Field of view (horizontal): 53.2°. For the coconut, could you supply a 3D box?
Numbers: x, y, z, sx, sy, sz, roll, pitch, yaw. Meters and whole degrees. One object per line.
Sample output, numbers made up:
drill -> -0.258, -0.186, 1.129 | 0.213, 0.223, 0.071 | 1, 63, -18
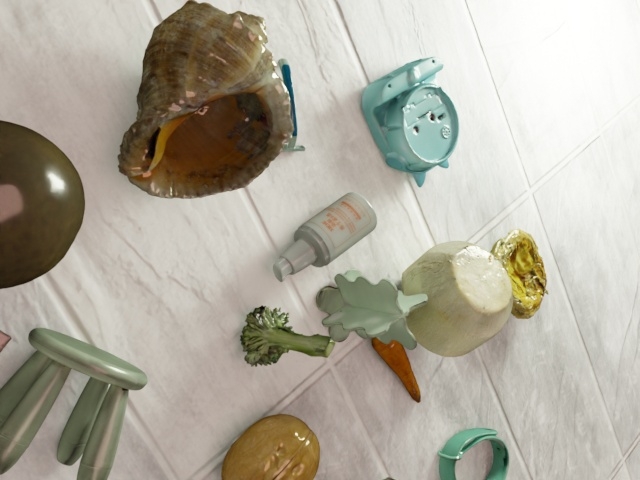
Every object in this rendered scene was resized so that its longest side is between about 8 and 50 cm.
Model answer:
coconut -> 0.299, 0.133, 1.463 | 0.245, 0.247, 0.244 | 12, 58, -19

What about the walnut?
walnut -> -0.090, 0.429, 1.234 | 0.197, 0.165, 0.165 | -35, 110, -21

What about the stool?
stool -> -0.396, 0.261, 0.992 | 0.195, 0.195, 0.198 | 30, 76, -32

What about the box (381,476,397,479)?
box -> 0.114, 0.725, 1.451 | 0.180, 0.047, 0.324 | -8, 96, -35

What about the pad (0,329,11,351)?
pad -> -0.580, 0.197, 0.974 | 0.113, 0.006, 0.187 | 44, 67, -28

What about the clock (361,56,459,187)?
clock -> 0.230, -0.269, 1.480 | 0.224, 0.094, 0.274 | -36, 110, -28

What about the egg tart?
egg tart -> 0.511, 0.090, 1.691 | 0.252, 0.098, 0.231 | 30, 68, -36

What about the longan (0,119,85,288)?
longan -> -0.470, -0.052, 0.900 | 0.258, 0.258, 0.258 | -1, 92, -35

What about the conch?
conch -> -0.203, -0.239, 1.123 | 0.352, 0.210, 0.297 | -42, 121, 10

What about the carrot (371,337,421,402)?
carrot -> 0.187, 0.294, 1.487 | 0.061, 0.061, 0.256 | -45, 117, -26

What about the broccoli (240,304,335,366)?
broccoli -> -0.061, 0.193, 1.224 | 0.122, 0.204, 0.118 | 12, 85, -50

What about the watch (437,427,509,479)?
watch -> 0.392, 0.580, 1.631 | 0.237, 0.068, 0.195 | 14, 82, -36

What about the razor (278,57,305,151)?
razor -> -0.064, -0.278, 1.307 | 0.068, 0.037, 0.191 | -6, 95, -34

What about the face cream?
face cream -> 0.000, 0.000, 1.321 | 0.252, 0.101, 0.101 | -36, 111, -29

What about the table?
table -> 0.112, 0.148, 1.342 | 0.167, 0.198, 0.166 | -1, 92, -35
